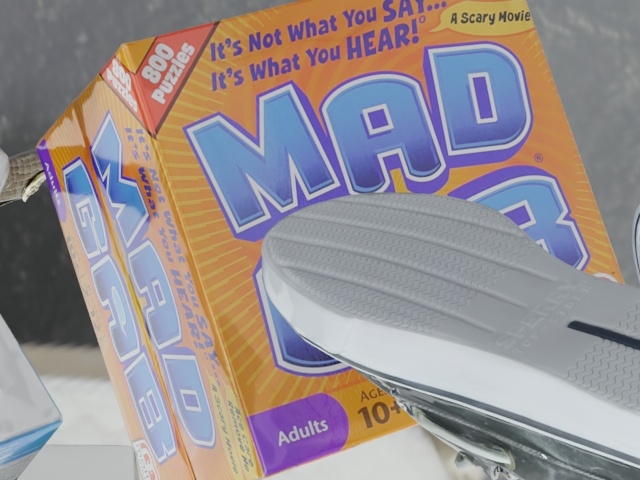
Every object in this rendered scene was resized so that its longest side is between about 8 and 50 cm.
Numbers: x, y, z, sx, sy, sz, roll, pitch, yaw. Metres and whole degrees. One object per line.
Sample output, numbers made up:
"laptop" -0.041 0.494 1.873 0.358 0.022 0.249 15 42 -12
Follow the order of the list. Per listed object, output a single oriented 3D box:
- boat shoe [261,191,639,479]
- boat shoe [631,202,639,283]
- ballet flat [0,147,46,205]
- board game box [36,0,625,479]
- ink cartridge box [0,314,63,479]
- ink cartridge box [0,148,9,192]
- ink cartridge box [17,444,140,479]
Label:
"boat shoe" 0.094 0.072 0.955 0.121 0.335 0.119 -32 127 -29
"boat shoe" 0.298 0.092 1.309 0.108 0.301 0.102 -27 168 18
"ballet flat" -0.353 -0.015 1.843 0.249 0.058 0.084 -31 174 -2
"board game box" 0.000 0.000 1.678 0.356 0.357 0.356 -17 176 -21
"ink cartridge box" -0.239 0.120 1.173 0.060 0.104 0.180 -21 160 -42
"ink cartridge box" -0.417 -0.034 1.467 0.289 0.121 0.211 23 96 -27
"ink cartridge box" -0.234 0.229 1.369 0.172 0.100 0.237 2 154 -19
